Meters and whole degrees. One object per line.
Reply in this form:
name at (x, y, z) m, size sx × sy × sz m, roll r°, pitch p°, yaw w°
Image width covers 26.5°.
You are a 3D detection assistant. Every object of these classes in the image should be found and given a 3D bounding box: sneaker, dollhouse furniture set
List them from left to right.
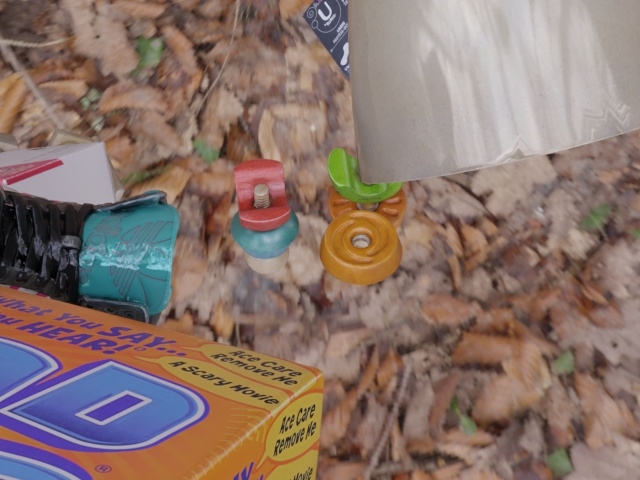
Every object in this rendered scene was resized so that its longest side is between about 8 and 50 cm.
dollhouse furniture set at (-0.347, -0.052, 1.642) m, size 0.151 × 0.123 × 0.144 m, roll 13°, pitch 118°, yaw -35°
sneaker at (-0.203, 0.006, 1.064) m, size 0.178 × 0.295 × 0.124 m, roll 0°, pitch 78°, yaw 21°

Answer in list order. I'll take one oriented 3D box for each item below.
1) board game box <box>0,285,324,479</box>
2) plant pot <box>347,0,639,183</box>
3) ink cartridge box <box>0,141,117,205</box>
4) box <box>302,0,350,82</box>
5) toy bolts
board game box at (-0.242, 0.248, 0.747) m, size 0.356 × 0.356 × 0.356 m, roll 12°, pitch 109°, yaw 20°
plant pot at (0.124, -0.206, 1.023) m, size 0.256 × 0.256 × 0.274 m, roll -13°, pitch 97°, yaw 1°
ink cartridge box at (-0.360, -0.031, 1.430) m, size 0.237 × 0.172 × 0.100 m, roll -3°, pitch 104°, yaw 28°
box at (0.128, -0.298, 1.838) m, size 0.163 × 0.247 × 0.142 m, roll -50°, pitch 60°, yaw 26°
toy bolts at (0.000, 0.000, 1.728) m, size 0.228 × 0.218 × 0.158 m, roll -2°, pitch 143°, yaw -1°
